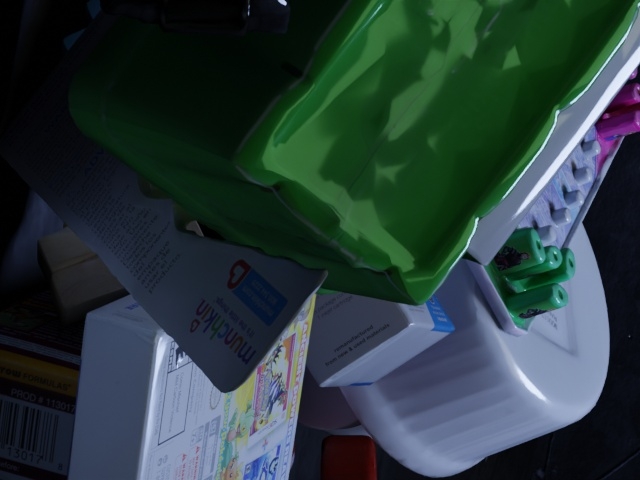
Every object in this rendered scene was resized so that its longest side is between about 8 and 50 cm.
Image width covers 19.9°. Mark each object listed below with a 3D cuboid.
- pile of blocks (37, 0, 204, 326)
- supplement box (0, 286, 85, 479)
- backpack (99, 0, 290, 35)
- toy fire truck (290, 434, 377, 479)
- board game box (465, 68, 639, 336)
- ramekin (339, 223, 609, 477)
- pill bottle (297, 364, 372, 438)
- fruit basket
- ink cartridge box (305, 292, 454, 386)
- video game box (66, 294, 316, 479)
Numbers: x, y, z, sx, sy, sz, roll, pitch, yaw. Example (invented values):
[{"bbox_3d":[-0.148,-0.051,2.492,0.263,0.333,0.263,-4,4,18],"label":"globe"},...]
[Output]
[{"bbox_3d":[-0.077,-0.111,1.042,0.362,0.149,0.112,-61,180,-19],"label":"pile of blocks"},{"bbox_3d":[-0.131,0.082,1.016,0.188,0.104,0.081,-30,132,-69],"label":"supplement box"},{"bbox_3d":[-0.120,-0.183,0.610,0.263,0.276,0.213,-50,136,-64],"label":"backpack"},{"bbox_3d":[-0.042,0.181,1.344,0.254,0.169,0.302,-89,177,-48],"label":"toy fire truck"},{"bbox_3d":[0.135,-0.182,1.438,0.390,0.050,0.390,61,31,-16],"label":"board game box"},{"bbox_3d":[0.120,0.041,1.469,0.277,0.135,0.277,36,44,-44],"label":"ramekin"},{"bbox_3d":[0.044,0.106,1.583,0.229,0.131,0.131,6,98,-69],"label":"pill bottle"},{"bbox_3d":[0.001,-0.119,0.813,0.327,0.165,0.353,-53,-156,0],"label":"fruit basket"},{"bbox_3d":[0.000,0.000,1.250,0.082,0.191,0.139,-35,167,10],"label":"ink cartridge box"},{"bbox_3d":[-0.069,0.115,0.960,0.187,0.048,0.205,-21,124,-61],"label":"video game box"}]
